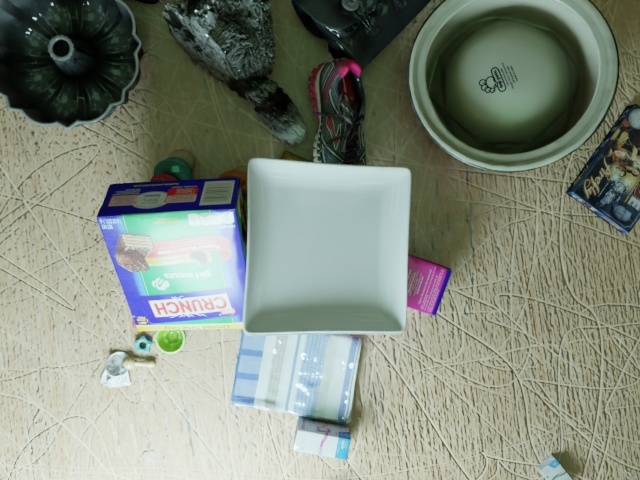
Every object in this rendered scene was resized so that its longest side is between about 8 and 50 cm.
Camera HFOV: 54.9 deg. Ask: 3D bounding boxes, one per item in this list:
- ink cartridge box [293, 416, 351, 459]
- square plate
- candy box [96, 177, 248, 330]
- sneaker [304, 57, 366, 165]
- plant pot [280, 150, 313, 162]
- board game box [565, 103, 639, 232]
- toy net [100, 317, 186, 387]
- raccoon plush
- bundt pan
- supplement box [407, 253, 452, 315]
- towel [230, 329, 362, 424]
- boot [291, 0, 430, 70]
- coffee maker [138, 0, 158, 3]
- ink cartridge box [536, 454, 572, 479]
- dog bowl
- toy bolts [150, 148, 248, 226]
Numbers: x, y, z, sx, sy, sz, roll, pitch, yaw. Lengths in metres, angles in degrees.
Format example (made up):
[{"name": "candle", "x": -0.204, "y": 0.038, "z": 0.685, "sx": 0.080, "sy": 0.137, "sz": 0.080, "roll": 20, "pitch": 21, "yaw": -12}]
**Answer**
[{"name": "ink cartridge box", "x": 0.002, "y": 0.447, "z": 1.397, "sx": 0.122, "sy": 0.088, "sz": 0.052, "roll": 10, "pitch": 93, "yaw": -2}, {"name": "square plate", "x": 0.015, "y": 0.016, "z": 1.251, "sx": 0.343, "sy": 0.049, "sz": 0.348, "roll": 2, "pitch": 90, "yaw": -15}, {"name": "candy box", "x": -0.277, "y": 0.038, "z": 1.268, "sx": 0.267, "sy": 0.122, "sz": 0.317, "roll": -3, "pitch": 130, "yaw": 3}, {"name": "sneaker", "x": 0.048, "y": -0.237, "z": 1.323, "sx": 0.120, "sy": 0.112, "sz": 0.300, "roll": -17, "pitch": 101, "yaw": -32}, {"name": "plant pot", "x": -0.059, "y": -0.151, "z": 1.363, "sx": 0.081, "sy": 0.083, "sz": 0.081, "roll": 23, "pitch": 93, "yaw": -2}, {"name": "board game box", "x": 0.701, "y": -0.162, "z": 1.404, "sx": 0.165, "sy": 0.042, "sz": 0.243, "roll": 34, "pitch": 92, "yaw": -3}, {"name": "toy net", "x": -0.418, "y": 0.246, "z": 1.395, "sx": 0.232, "sy": 0.045, "sz": 0.122, "roll": -37, "pitch": 94, "yaw": 1}, {"name": "raccoon plush", "x": -0.124, "y": -0.464, "z": 1.336, "sx": 0.299, "sy": 0.216, "sz": 0.446, "roll": -49, "pitch": 125, "yaw": -13}, {"name": "bundt pan", "x": -0.532, "y": -0.397, "z": 1.315, "sx": 0.330, "sy": 0.124, "sz": 0.331, "roll": 0, "pitch": 94, "yaw": -2}, {"name": "supplement box", "x": 0.161, "y": 0.075, "z": 1.369, "sx": 0.219, "sy": 0.111, "sz": 0.114, "roll": 20, "pitch": 92, "yaw": -2}, {"name": "towel", "x": -0.054, "y": 0.302, "z": 1.416, "sx": 0.284, "sy": 0.034, "sz": 0.210, "roll": 10, "pitch": 92, "yaw": -2}, {"name": "boot", "x": 0.108, "y": -0.637, "z": 1.321, "sx": 0.445, "sy": 0.146, "sz": 0.367, "roll": -44, "pitch": 92, "yaw": 6}, {"name": "coffee maker", "x": -0.364, "y": -0.606, "z": 1.310, "sx": 0.171, "sy": 0.120, "sz": 0.179, "roll": 9, "pitch": 94, "yaw": -3}, {"name": "ink cartridge box", "x": 0.555, "y": 0.554, "z": 1.449, "sx": 0.048, "sy": 0.028, "sz": 0.083, "roll": -39, "pitch": 94, "yaw": 1}, {"name": "dog bowl", "x": 0.391, "y": -0.332, "z": 1.295, "sx": 0.407, "sy": 0.150, "sz": 0.409, "roll": -1, "pitch": 86, "yaw": 11}, {"name": "toy bolts", "x": -0.265, "y": -0.096, "z": 1.362, "sx": 0.228, "sy": 0.159, "sz": 0.218, "roll": 27, "pitch": 133, "yaw": -13}]
